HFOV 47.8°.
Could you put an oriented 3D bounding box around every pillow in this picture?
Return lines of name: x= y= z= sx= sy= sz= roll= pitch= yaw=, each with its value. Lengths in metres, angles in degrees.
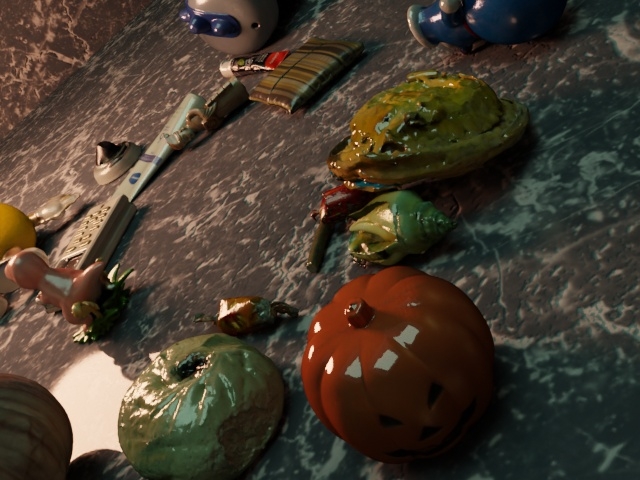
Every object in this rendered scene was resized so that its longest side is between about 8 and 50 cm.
pillow: x=-0.035 y=-0.352 z=1.510 sx=0.212 sy=0.052 sz=0.208 roll=-45 pitch=36 yaw=-10

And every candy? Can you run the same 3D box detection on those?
candy: x=-0.110 y=0.106 z=0.998 sx=0.182 sy=0.053 sz=0.046 roll=-11 pitch=47 yaw=39

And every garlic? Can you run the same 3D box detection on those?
garlic: x=-0.458 y=0.302 z=0.898 sx=0.317 sy=0.259 sz=0.317 roll=-23 pitch=39 yaw=19

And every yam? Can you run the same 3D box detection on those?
yam: x=0.000 y=0.000 z=1.049 sx=0.021 sy=0.021 sz=0.116 roll=-17 pitch=38 yaw=30

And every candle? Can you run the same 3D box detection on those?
candle: x=0.046 y=-0.059 z=1.035 sx=0.130 sy=0.052 sz=0.052 roll=-21 pitch=34 yaw=10

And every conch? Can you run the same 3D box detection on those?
conch: x=0.092 y=-0.015 z=0.927 sx=0.200 sy=0.079 sz=0.095 roll=-25 pitch=43 yaw=52

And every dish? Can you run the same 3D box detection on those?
dish: x=-0.527 y=-0.214 z=1.807 sx=0.141 sy=0.078 sz=0.141 roll=-26 pitch=34 yaw=19

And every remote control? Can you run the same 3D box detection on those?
remote control: x=-0.473 y=0.021 z=1.468 sx=0.103 sy=0.055 sz=0.277 roll=-19 pitch=36 yaw=29

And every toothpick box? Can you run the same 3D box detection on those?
toothpick box: x=-0.214 y=-0.636 z=1.880 sx=0.263 sy=0.263 sz=0.355 roll=-14 pitch=40 yaw=34

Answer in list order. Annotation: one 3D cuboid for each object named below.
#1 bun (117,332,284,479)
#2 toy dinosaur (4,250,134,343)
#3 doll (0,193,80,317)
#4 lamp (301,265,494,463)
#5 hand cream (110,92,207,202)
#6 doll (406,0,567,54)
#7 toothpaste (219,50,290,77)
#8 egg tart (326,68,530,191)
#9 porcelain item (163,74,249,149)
bun: x=-0.154 y=0.194 z=0.868 sx=0.221 sy=0.108 sz=0.221 roll=-26 pitch=34 yaw=19
toy dinosaur: x=-0.425 y=0.067 z=1.244 sx=0.194 sy=0.177 sz=0.152 roll=-4 pitch=46 yaw=40
doll: x=-0.736 y=0.015 z=1.661 sx=0.348 sy=0.161 sz=0.423 roll=-15 pitch=37 yaw=12
lamp: x=0.070 y=0.112 z=0.697 sx=0.187 sy=0.164 sz=0.188 roll=-24 pitch=36 yaw=18
hand cream: x=-0.367 y=-0.209 z=1.681 sx=0.109 sy=0.067 sz=0.321 roll=17 pitch=68 yaw=52
doll: x=0.267 y=-0.385 z=1.154 sx=0.256 sy=0.161 sz=0.215 roll=-4 pitch=19 yaw=47
toothpaste: x=-0.160 y=-0.429 z=1.752 sx=0.193 sy=0.045 sz=0.071 roll=3 pitch=50 yaw=40
egg tart: x=0.132 y=-0.161 z=0.984 sx=0.290 sy=0.107 sz=0.291 roll=-15 pitch=21 yaw=6
porcelain item: x=-0.256 y=-0.279 z=1.623 sx=0.213 sy=0.084 sz=0.054 roll=-40 pitch=60 yaw=-4
